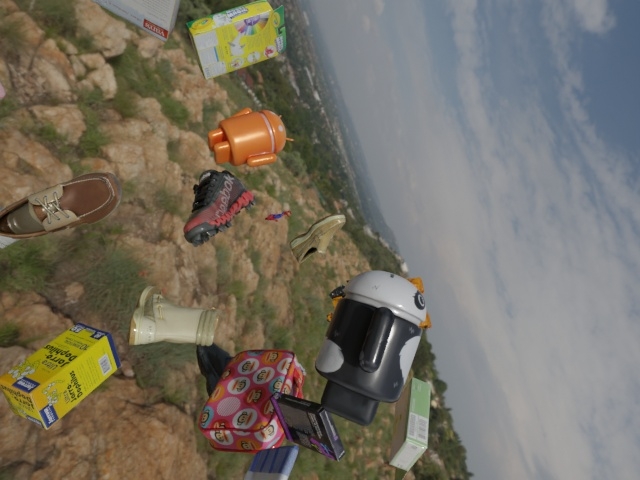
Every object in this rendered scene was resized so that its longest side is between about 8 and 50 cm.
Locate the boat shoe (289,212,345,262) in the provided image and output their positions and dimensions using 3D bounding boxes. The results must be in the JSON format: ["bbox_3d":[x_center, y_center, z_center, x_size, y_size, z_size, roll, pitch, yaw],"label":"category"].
[{"bbox_3d":[0.000,0.000,1.054,0.068,0.190,0.072,0,63,-43],"label":"boat shoe"}]

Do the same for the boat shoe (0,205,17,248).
[{"bbox_3d":[-1.012,-0.054,1.164,0.136,0.156,0.367,43,-11,10],"label":"boat shoe"}]

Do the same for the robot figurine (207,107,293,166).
[{"bbox_3d":[-0.189,-0.277,1.113,0.158,0.220,0.128,41,-34,53],"label":"robot figurine"}]

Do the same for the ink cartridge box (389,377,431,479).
[{"bbox_3d":[0.201,0.477,1.015,0.171,0.056,0.235,-65,174,-53],"label":"ink cartridge box"}]

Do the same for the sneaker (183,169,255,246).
[{"bbox_3d":[-0.250,-0.087,0.953,0.135,0.098,0.276,57,25,-16],"label":"sneaker"}]

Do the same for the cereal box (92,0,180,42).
[{"bbox_3d":[-0.359,-0.532,0.815,0.173,0.240,0.047,25,60,-20],"label":"cereal box"}]

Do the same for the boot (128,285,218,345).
[{"bbox_3d":[-0.370,0.195,1.076,0.262,0.204,0.095,-142,-120,-71],"label":"boot"}]

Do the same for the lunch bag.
[{"bbox_3d":[-0.166,0.432,1.150,0.293,0.258,0.120,-63,140,-56],"label":"lunch bag"}]

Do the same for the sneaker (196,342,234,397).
[{"bbox_3d":[-0.349,0.429,1.430,0.286,0.130,0.109,53,-36,41],"label":"sneaker"}]

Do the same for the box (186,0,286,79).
[{"bbox_3d":[-0.152,-0.385,0.788,0.105,0.179,0.043,94,-29,-65],"label":"box"}]

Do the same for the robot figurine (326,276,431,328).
[{"bbox_3d":[0.161,0.207,1.201,0.085,0.291,0.211,50,31,-59],"label":"robot figurine"}]

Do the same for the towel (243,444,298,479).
[{"bbox_3d":[-0.149,0.554,0.831,0.034,0.209,0.285,36,52,-7],"label":"towel"}]

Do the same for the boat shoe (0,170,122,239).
[{"bbox_3d":[-0.622,-0.071,0.980,0.116,0.325,0.123,-66,134,-72],"label":"boat shoe"}]

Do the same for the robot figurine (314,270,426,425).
[{"bbox_3d":[0.097,0.196,0.787,0.174,0.209,0.278,28,77,-29],"label":"robot figurine"}]

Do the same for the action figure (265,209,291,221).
[{"bbox_3d":[-0.166,-0.091,1.590,0.030,0.115,0.038,66,34,-27],"label":"action figure"}]

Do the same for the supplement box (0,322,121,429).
[{"bbox_3d":[-1.027,0.526,1.662,0.356,0.194,0.195,-49,144,-54],"label":"supplement box"}]

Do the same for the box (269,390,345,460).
[{"bbox_3d":[-0.030,0.382,0.863,0.029,0.162,0.116,-31,108,-40],"label":"box"}]

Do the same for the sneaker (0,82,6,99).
[{"bbox_3d":[-0.606,-0.313,0.746,0.134,0.070,0.051,69,-1,-64],"label":"sneaker"}]
